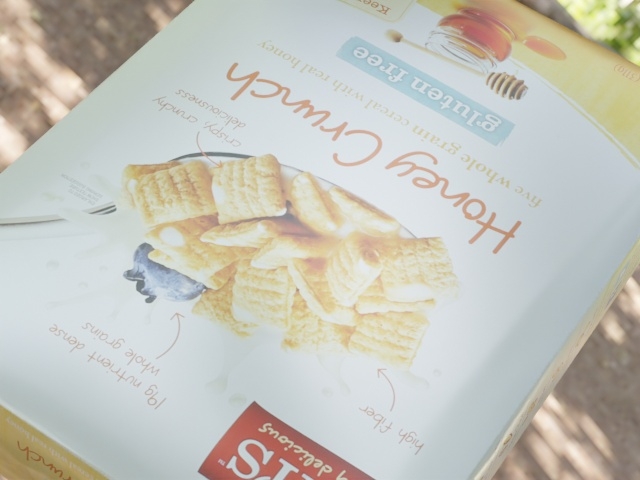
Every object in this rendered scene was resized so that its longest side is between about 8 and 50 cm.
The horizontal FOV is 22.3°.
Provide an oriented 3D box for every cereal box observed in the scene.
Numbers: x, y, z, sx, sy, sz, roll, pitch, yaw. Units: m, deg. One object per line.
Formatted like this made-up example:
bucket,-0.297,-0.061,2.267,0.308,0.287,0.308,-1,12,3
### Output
cereal box,0.000,0.000,0.515,0.173,0.047,0.240,30,53,14
